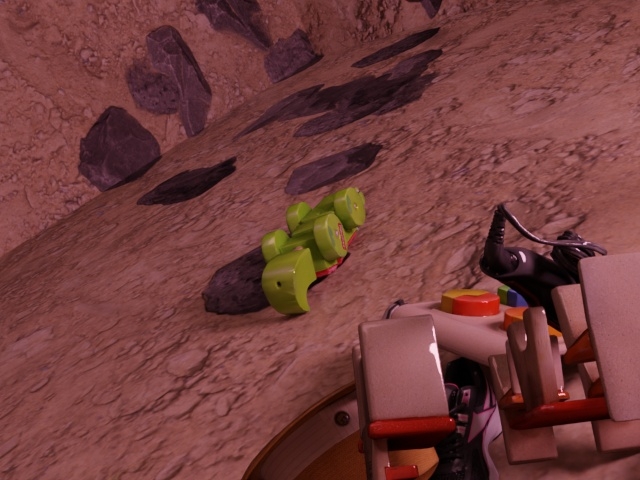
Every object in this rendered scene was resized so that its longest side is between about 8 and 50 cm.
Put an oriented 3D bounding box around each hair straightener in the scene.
[{"bbox_3d":[0.175,0.017,0.602,0.089,0.230,0.047,-16,63,25],"label":"hair straightener"}]

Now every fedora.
[{"bbox_3d":[0.028,0.180,0.695,0.194,0.194,0.079,-30,62,-15],"label":"fedora"}]

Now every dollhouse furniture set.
[{"bbox_3d":[0.155,0.115,0.585,0.259,0.135,0.262,-6,-19,-4],"label":"dollhouse furniture set"}]

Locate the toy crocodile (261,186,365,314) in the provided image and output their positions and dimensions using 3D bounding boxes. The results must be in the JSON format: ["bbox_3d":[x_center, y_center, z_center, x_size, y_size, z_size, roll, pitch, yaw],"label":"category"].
[{"bbox_3d":[0.000,0.000,1.333,0.115,0.105,0.340,-17,15,21],"label":"toy crocodile"}]

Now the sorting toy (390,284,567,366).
[{"bbox_3d":[0.204,0.072,0.859,0.208,0.038,0.193,-9,13,-31],"label":"sorting toy"}]

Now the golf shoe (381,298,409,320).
[{"bbox_3d":[0.072,0.127,0.923,0.094,0.077,0.198,-23,18,4],"label":"golf shoe"}]

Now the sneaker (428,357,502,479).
[{"bbox_3d":[0.113,0.167,0.762,0.072,0.077,0.178,-17,21,22],"label":"sneaker"}]
